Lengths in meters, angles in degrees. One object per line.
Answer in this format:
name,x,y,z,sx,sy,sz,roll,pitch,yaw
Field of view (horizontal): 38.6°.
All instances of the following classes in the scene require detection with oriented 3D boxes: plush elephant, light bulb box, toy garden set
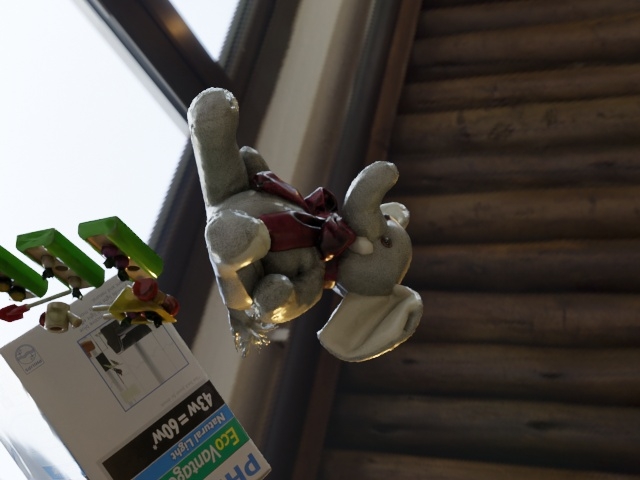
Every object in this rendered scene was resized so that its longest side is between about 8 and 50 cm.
plush elephant,0.000,0.000,1.096,0.255,0.330,0.272,-11,-139,-5
light bulb box,-0.320,0.274,1.368,0.225,0.361,0.358,-36,-176,-32
toy garden set,-0.285,0.061,0.983,0.244,0.204,0.049,-11,-118,12
